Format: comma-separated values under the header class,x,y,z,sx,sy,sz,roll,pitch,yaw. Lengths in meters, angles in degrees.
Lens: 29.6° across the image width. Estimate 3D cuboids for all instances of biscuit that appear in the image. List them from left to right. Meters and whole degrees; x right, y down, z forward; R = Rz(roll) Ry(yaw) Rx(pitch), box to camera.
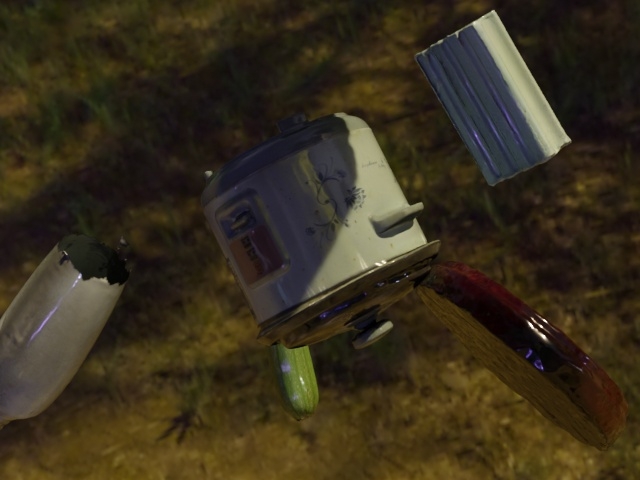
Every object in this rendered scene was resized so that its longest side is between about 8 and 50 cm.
class,x,y,z,sx,sy,sz,roll,pitch,yaw
biscuit,0.332,0.178,1.973,0.091,0.407,0.407,-48,31,-5

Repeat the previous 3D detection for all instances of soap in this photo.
class,x,y,z,sx,sy,sz,roll,pitch,yaw
soap,0.218,-0.178,1.532,0.114,0.198,0.063,-23,11,46

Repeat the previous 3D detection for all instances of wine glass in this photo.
class,x,y,z,sx,sy,sz,roll,pitch,yaw
wine glass,-0.208,0.101,0.813,0.262,0.074,0.074,-54,17,22

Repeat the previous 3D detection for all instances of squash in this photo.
class,x,y,z,sx,sy,sz,roll,pitch,yaw
squash,-0.050,0.182,1.931,0.068,0.219,0.077,-11,13,5

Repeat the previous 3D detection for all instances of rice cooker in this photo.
class,x,y,z,sx,sy,sz,roll,pitch,yaw
rice cooker,0.000,0.000,1.558,0.316,0.317,0.264,1,13,35
